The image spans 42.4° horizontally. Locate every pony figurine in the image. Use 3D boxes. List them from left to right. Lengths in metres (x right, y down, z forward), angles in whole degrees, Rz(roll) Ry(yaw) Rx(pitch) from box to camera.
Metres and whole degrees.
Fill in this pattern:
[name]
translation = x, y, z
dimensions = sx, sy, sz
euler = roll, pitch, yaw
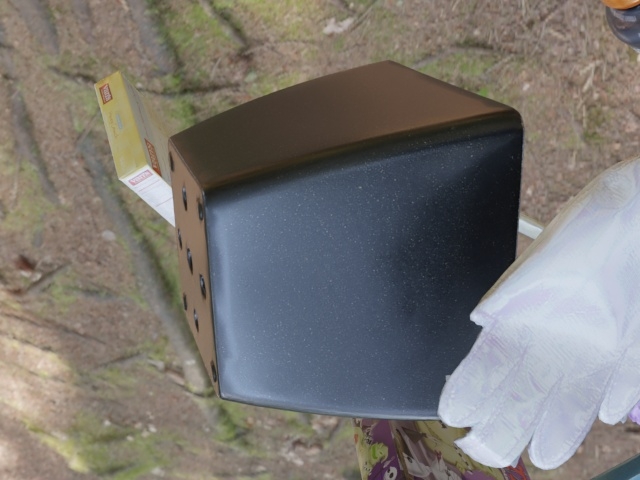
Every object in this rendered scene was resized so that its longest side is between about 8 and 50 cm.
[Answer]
[pony figurine]
translation = 0.262, 0.027, 0.455
dimensions = 0.303, 0.351, 0.363
euler = 35, 179, 3

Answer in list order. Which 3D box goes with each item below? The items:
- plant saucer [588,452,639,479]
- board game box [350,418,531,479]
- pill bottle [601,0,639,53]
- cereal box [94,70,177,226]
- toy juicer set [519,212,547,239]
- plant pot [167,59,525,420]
[plant saucer]
translation = 0.267, 0.159, 0.609
dimensions = 0.192, 0.018, 0.067
euler = -23, 139, -13
[board game box]
translation = 0.112, 0.180, 0.784
dimensions = 0.056, 0.347, 0.208
euler = -43, 116, 17
[pill bottle]
translation = 0.393, -0.240, 0.863
dimensions = 0.246, 0.130, 0.130
euler = 22, 138, -27
[cereal box]
translation = -0.214, -0.100, 1.136
dimensions = 0.047, 0.173, 0.240
euler = -28, 148, 8
[toy juicer set]
translation = 0.282, 0.101, 1.113
dimensions = 0.209, 0.089, 0.329
euler = 8, 131, -1
[plant pot]
translation = 0.000, 0.000, 0.512
dimensions = 0.167, 0.188, 0.187
euler = -8, 113, -16
